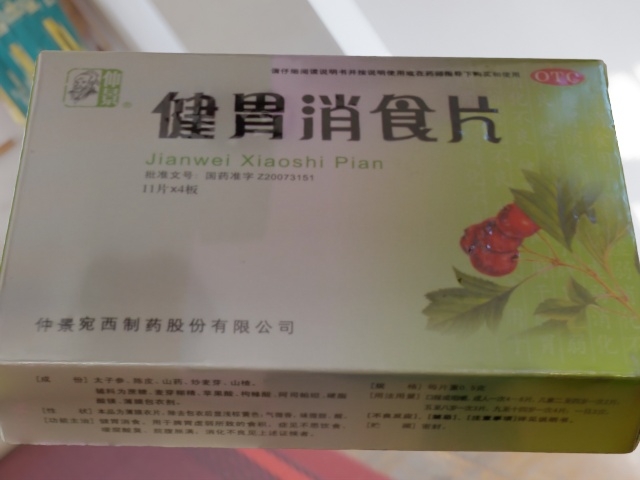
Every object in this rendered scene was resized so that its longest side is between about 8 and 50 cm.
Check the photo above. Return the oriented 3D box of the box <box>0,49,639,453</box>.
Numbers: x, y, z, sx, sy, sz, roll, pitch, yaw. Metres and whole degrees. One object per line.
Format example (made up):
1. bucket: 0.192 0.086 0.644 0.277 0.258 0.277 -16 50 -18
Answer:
1. box: 0.001 0.000 0.613 0.260 0.062 0.175 0 50 -1
